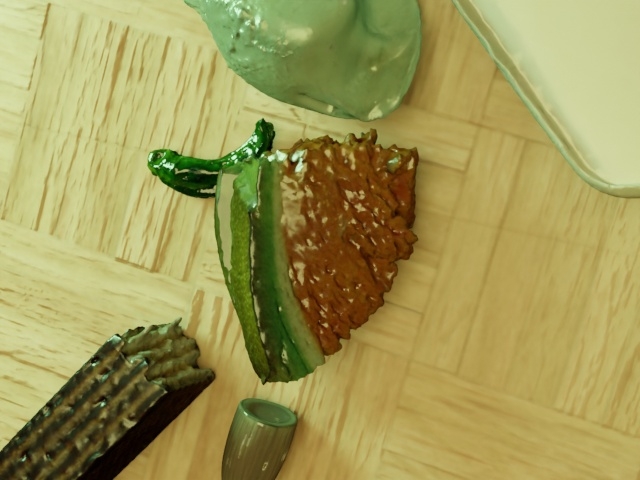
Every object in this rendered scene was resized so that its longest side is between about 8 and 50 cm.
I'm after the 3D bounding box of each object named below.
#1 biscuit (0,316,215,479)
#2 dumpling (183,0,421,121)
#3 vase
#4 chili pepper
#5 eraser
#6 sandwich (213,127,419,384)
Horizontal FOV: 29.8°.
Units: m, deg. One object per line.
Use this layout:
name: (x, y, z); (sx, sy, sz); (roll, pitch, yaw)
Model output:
biscuit: (-0.201, 0.169, 1.025); (0.252, 0.106, 0.070); (-45, 79, 14)
dumpling: (-0.015, -0.185, 0.944); (0.219, 0.108, 0.152); (36, 103, 10)
vase: (-0.058, 0.188, 1.011); (0.053, 0.053, 0.100); (22, 103, 15)
chili pepper: (-0.090, -0.062, 1.013); (0.118, 0.035, 0.055); (-13, 105, 21)
eraser: (0.189, -0.228, 0.859); (0.331, 0.150, 0.331); (2, 96, 15)
sandwich: (0.000, 0.009, 0.961); (0.160, 0.109, 0.184); (-9, 96, -10)
